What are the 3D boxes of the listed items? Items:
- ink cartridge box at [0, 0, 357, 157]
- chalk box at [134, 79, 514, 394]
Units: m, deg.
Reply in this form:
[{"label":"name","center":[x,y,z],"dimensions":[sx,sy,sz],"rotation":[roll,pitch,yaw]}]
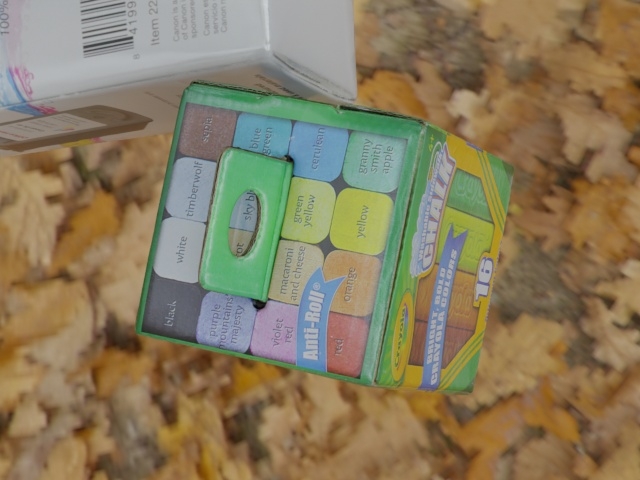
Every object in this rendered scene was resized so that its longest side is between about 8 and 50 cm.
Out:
[{"label":"ink cartridge box","center":[-0.143,-0.173,1.140],"dimensions":[0.306,0.131,0.226],"rotation":[-7,80,25]},{"label":"chalk box","center":[0.000,0.000,0.993],"dimensions":[0.132,0.213,0.132],"rotation":[12,90,21]}]
